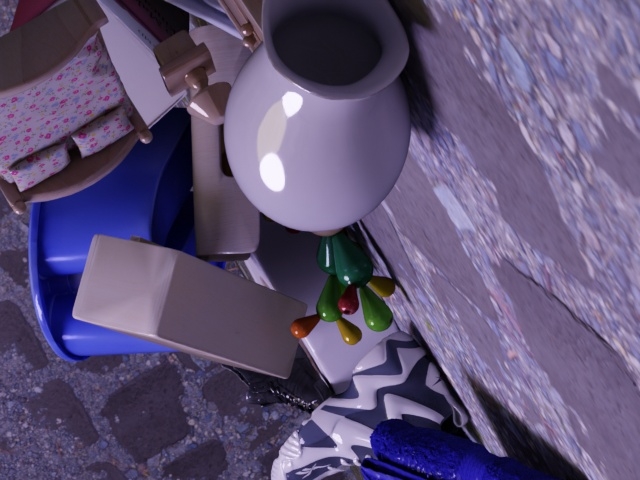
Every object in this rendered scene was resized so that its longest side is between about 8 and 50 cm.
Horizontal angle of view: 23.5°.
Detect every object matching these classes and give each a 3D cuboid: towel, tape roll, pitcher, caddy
[{"bbox_3d":[0.161,0.281,1.352,0.308,0.076,0.227,12,133,63],"label":"towel"},{"bbox_3d":[0.006,0.084,1.836,0.286,0.100,0.286,58,173,12],"label":"tape roll"},{"bbox_3d":[-0.005,-0.113,1.015,0.207,0.126,0.177,97,164,-63],"label":"pitcher"},{"bbox_3d":[-0.225,-0.015,1.716,0.341,0.179,0.241,-70,-24,-57],"label":"caddy"}]

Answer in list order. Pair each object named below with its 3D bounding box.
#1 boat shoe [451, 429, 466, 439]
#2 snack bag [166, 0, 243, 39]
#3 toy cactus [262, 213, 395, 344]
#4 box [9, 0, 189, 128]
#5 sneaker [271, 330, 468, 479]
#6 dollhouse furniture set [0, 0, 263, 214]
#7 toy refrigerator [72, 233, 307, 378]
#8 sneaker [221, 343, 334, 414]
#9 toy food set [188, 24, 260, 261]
[{"bbox_3d":[0.138,0.218,1.704,0.133,0.049,0.042,-115,34,-44],"label":"boat shoe"},{"bbox_3d":[-0.235,-0.306,1.435,0.323,0.037,0.342,22,-167,-32],"label":"snack bag"},{"bbox_3d":[0.000,0.000,1.568,0.180,0.112,0.219,80,170,-45],"label":"toy cactus"},{"bbox_3d":[-0.227,-0.208,1.591,0.148,0.127,0.232,45,-164,-24],"label":"box"},{"bbox_3d":[0.062,0.225,1.626,0.153,0.235,0.094,45,-165,15],"label":"sneaker"},{"bbox_3d":[-0.167,-0.099,1.177,0.173,0.356,0.303,56,172,18],"label":"dollhouse furniture set"},{"bbox_3d":[-0.123,0.067,1.555,0.102,0.094,0.269,11,173,29],"label":"toy refrigerator"},{"bbox_3d":[-0.044,0.168,1.750,0.170,0.089,0.051,55,171,38],"label":"sneaker"},{"bbox_3d":[-0.085,-0.091,1.589,0.306,0.092,0.219,137,131,-86],"label":"toy food set"}]
